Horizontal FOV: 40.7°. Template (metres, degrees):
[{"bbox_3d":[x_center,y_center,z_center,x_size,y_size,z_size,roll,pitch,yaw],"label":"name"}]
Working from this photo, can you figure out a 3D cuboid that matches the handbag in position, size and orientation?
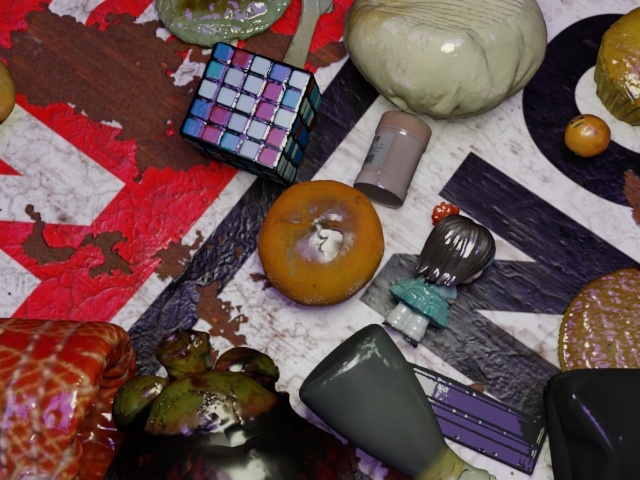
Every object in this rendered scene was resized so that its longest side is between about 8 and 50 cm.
[{"bbox_3d":[0.519,0.356,1.358,0.288,0.152,0.342,-10,94,-10],"label":"handbag"}]

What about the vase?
[{"bbox_3d":[0.128,0.303,1.365,0.173,0.173,0.321,-41,91,-11],"label":"vase"}]

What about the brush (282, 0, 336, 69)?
[{"bbox_3d":[-0.027,-0.415,1.660,0.085,0.020,0.336,26,74,-28],"label":"brush"}]

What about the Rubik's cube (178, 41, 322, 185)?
[{"bbox_3d":[-0.117,-0.216,1.513,0.187,0.182,0.184,18,87,7],"label":"Rubik's cube"}]

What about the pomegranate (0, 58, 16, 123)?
[{"bbox_3d":[-0.655,-0.278,1.555,0.196,0.196,0.196,0,73,0],"label":"pomegranate"}]

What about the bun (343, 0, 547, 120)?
[{"bbox_3d":[0.222,-0.344,1.539,0.366,0.219,0.365,0,38,0],"label":"bun"}]

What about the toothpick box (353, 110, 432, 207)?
[{"bbox_3d":[0.129,-0.145,1.548,0.099,0.098,0.148,21,75,7],"label":"toothpick box"}]

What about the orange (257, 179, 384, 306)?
[{"bbox_3d":[0.000,0.000,1.469,0.224,0.170,0.223,0,74,-1],"label":"orange"}]

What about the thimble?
[{"bbox_3d":[-0.424,0.280,1.303,0.231,0.350,0.350,4,73,2],"label":"thimble"}]

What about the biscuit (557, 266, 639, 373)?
[{"bbox_3d":[0.556,0.191,1.476,0.306,0.038,0.305,0,72,2],"label":"biscuit"}]

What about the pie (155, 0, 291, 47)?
[{"bbox_3d":[-0.185,-0.514,1.679,0.307,0.071,0.306,0,72,0],"label":"pie"}]

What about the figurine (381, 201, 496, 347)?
[{"bbox_3d":[0.197,0.058,1.486,0.138,0.110,0.245,35,84,13],"label":"figurine"}]

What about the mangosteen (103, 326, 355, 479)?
[{"bbox_3d":[-0.153,0.361,1.262,0.381,0.381,0.421,-39,66,-10],"label":"mangosteen"}]

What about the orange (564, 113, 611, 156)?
[{"bbox_3d":[0.486,-0.190,1.570,0.084,0.083,0.083,0,73,0],"label":"orange"}]

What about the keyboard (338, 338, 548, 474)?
[{"bbox_3d":[0.193,0.275,1.459,0.381,0.041,0.103,25,74,1],"label":"keyboard"}]

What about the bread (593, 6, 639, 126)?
[{"bbox_3d":[0.619,-0.318,1.576,0.240,0.139,0.239,0,73,0],"label":"bread"}]
